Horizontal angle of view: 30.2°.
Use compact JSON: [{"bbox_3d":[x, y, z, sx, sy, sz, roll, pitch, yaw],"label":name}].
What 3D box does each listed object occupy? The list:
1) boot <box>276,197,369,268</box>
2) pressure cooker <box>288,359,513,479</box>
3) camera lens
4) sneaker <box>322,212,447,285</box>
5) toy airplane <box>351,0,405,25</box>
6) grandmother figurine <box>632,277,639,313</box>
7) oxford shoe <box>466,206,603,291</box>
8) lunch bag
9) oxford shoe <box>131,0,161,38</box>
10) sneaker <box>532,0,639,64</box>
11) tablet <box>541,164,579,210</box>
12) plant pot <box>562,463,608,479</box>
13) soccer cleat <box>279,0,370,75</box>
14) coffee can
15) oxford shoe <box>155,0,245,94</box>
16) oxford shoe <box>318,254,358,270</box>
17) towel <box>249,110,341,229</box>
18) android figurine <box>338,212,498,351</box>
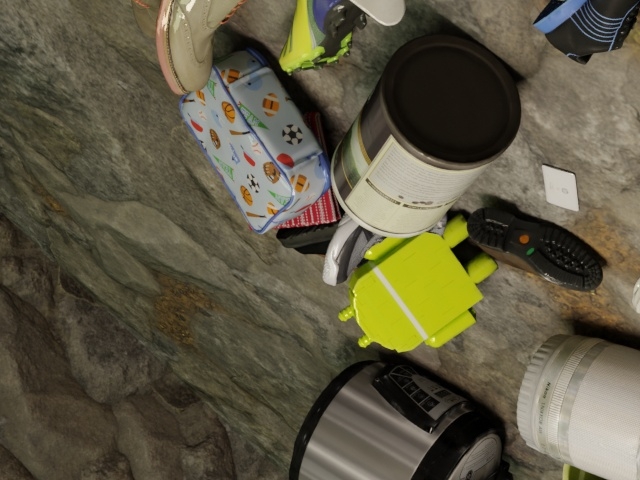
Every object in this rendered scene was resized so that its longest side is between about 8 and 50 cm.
[{"bbox_3d":[0.093,0.035,2.162,0.348,0.131,0.260,-3,132,53],"label":"boot"},{"bbox_3d":[0.195,0.488,2.502,0.420,0.370,0.375,27,156,29],"label":"pressure cooker"},{"bbox_3d":[0.493,0.285,1.958,0.274,0.219,0.219,17,147,38],"label":"camera lens"},{"bbox_3d":[0.118,-0.024,1.905,0.153,0.268,0.101,29,179,5],"label":"sneaker"},{"bbox_3d":[0.106,-0.426,1.245,0.384,0.272,0.386,-3,127,9],"label":"toy airplane"},{"bbox_3d":[0.599,0.123,1.634,0.342,0.104,0.208,21,173,19],"label":"grandmother figurine"},{"bbox_3d":[0.346,0.018,1.895,0.227,0.083,0.096,29,172,19],"label":"oxford shoe"},{"bbox_3d":[-0.118,-0.172,2.028,0.303,0.115,0.243,60,153,5],"label":"lunch bag"},{"bbox_3d":[-0.285,-0.424,1.898,0.123,0.130,0.348,33,154,11],"label":"oxford shoe"},{"bbox_3d":[0.347,-0.278,1.402,0.090,0.081,0.232,40,161,-10],"label":"sneaker"},{"bbox_3d":[0.360,-0.079,1.781,0.054,0.006,0.083,21,150,31],"label":"tablet"},{"bbox_3d":[0.594,0.460,2.108,0.276,0.276,0.254,19,160,34],"label":"plant pot"},{"bbox_3d":[-0.001,-0.336,1.764,0.121,0.093,0.289,68,159,7],"label":"soccer cleat"},{"bbox_3d":[0.145,-0.144,1.726,0.201,0.201,0.275,38,154,1],"label":"coffee can"},{"bbox_3d":[-0.163,-0.367,1.780,0.146,0.140,0.397,11,140,1],"label":"oxford shoe"},{"bbox_3d":[0.000,0.000,2.299,0.212,0.076,0.076,34,169,13],"label":"oxford shoe"},{"bbox_3d":[-0.066,-0.121,2.134,0.275,0.031,0.199,-4,99,54],"label":"towel"},{"bbox_3d":[0.160,0.078,2.010,0.248,0.273,0.056,51,-176,-21],"label":"android figurine"}]
